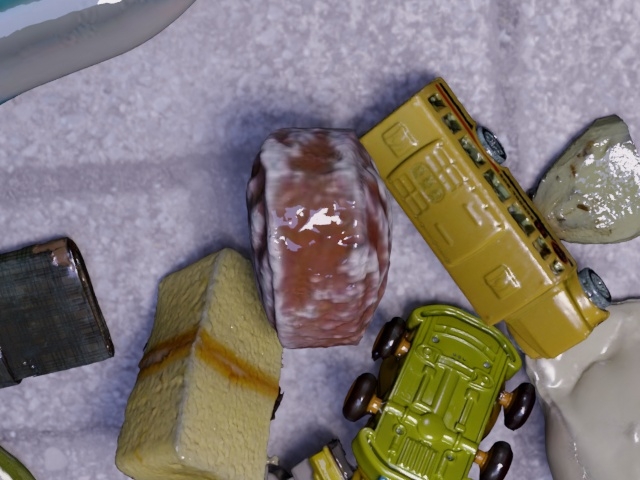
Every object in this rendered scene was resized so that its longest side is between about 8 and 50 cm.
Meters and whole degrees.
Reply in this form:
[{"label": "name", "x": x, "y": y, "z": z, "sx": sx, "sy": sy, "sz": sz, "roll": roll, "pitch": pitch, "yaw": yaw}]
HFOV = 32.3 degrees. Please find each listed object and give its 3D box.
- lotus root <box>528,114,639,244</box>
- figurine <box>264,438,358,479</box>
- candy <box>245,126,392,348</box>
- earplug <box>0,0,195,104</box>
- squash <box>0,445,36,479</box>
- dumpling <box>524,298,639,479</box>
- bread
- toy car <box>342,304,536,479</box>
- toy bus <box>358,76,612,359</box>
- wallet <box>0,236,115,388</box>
[{"label": "lotus root", "x": 0.319, "y": -0.050, "z": 1.284, "sx": 0.144, "sy": 0.070, "sz": 0.143, "roll": -32, "pitch": 102, "yaw": 10}, {"label": "figurine", "x": -0.070, "y": 0.364, "z": 1.375, "sx": 0.308, "sy": 0.143, "sz": 0.309, "roll": 0, "pitch": 108, "yaw": 1}, {"label": "candy", "x": 0.000, "y": 0.000, "z": 1.211, "sx": 0.157, "sy": 0.214, "sz": 0.289, "roll": 0, "pitch": 148, "yaw": 2}, {"label": "earplug", "x": -0.278, "y": -0.252, "z": 1.200, "sx": 0.324, "sy": 0.185, "sz": 0.185, "roll": -18, "pitch": 105, "yaw": -1}, {"label": "squash", "x": -0.421, "y": 0.280, "z": 1.409, "sx": 0.052, "sy": 0.052, "sz": 0.183, "roll": -42, "pitch": 102, "yaw": 12}, {"label": "dumpling", "x": 0.424, "y": 0.237, "z": 1.308, "sx": 0.315, "sy": 0.233, "sz": 0.395, "roll": -33, "pitch": 77, "yaw": -7}, {"label": "bread", "x": -0.134, "y": 0.149, "z": 1.273, "sx": 0.178, "sy": 0.266, "sz": 0.142, "roll": 2, "pitch": 150, "yaw": 10}, {"label": "toy car", "x": 0.129, "y": 0.206, "z": 1.301, "sx": 0.200, "sy": 0.248, "sz": 0.142, "roll": 30, "pitch": 147, "yaw": 4}, {"label": "toy bus", "x": 0.183, "y": -0.016, "z": 1.242, "sx": 0.121, "sy": 0.123, "sz": 0.335, "roll": -37, "pitch": 87, "yaw": 25}, {"label": "wallet", "x": -0.426, "y": 0.108, "z": 1.362, "sx": 0.317, "sy": 0.044, "sz": 0.169, "roll": -14, "pitch": 107, "yaw": 6}]
